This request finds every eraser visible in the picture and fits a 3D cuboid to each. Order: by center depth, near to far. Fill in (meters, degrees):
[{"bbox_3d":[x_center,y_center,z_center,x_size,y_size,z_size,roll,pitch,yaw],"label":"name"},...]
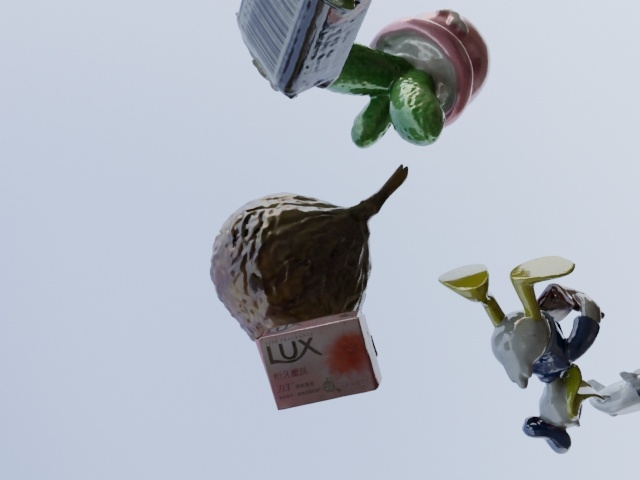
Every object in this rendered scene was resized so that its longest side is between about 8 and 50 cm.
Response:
[{"bbox_3d":[-0.010,-0.330,1.251,0.102,0.332,0.155,-23,-111,-28],"label":"eraser"}]

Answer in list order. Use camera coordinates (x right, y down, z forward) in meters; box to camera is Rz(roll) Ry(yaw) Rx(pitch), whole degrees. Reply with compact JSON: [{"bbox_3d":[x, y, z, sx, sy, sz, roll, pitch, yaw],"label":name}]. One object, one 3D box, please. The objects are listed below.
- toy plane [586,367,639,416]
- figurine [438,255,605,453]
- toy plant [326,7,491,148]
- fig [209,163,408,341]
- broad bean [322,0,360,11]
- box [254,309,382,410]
[{"bbox_3d":[0.583,0.277,1.886,0.174,0.174,0.080,19,-128,-37],"label":"toy plane"},{"bbox_3d":[0.349,0.178,1.632,0.283,0.205,0.338,-30,-68,-54],"label":"figurine"},{"bbox_3d":[0.138,-0.297,1.806,0.317,0.210,0.356,36,-136,15],"label":"toy plant"},{"bbox_3d":[0.000,0.000,1.666,0.286,0.368,0.286,39,-162,-15],"label":"fig"},{"bbox_3d":[-0.042,-0.308,1.089,0.046,0.195,0.061,-57,-20,1],"label":"broad bean"},{"bbox_3d":[-0.001,0.164,1.407,0.060,0.156,0.111,-53,-52,-81],"label":"box"}]
